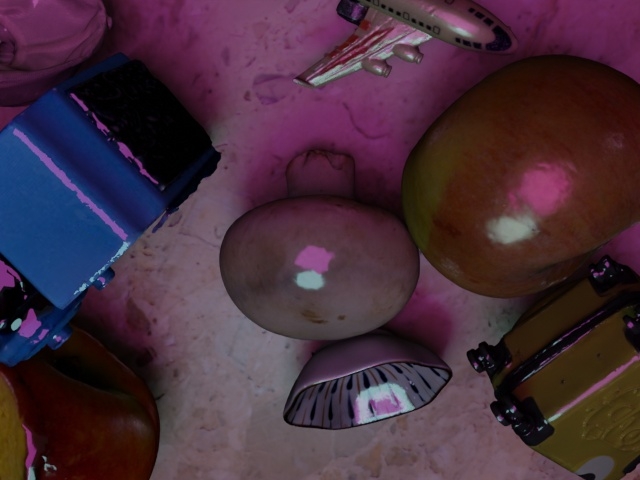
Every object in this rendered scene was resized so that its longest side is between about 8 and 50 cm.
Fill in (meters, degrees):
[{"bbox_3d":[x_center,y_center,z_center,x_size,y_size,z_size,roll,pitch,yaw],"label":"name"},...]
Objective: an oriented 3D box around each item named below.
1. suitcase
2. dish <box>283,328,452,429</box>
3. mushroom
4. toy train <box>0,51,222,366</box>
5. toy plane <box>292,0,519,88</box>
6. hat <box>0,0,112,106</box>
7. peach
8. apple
[{"bbox_3d":[0.285,0.130,1.026,0.194,0.143,0.235,-40,133,18],"label":"suitcase"},{"bbox_3d":[0.044,0.143,1.095,0.190,0.191,0.066,-19,62,9],"label":"dish"},{"bbox_3d":[0.000,0.000,1.031,0.204,0.204,0.204,1,107,4],"label":"mushroom"},{"bbox_3d":[-0.241,-0.039,0.957,0.265,0.300,0.188,-40,101,18],"label":"toy train"},{"bbox_3d":[0.073,-0.241,0.976,0.256,0.104,0.242,24,105,-3],"label":"toy plane"},{"bbox_3d":[-0.335,-0.185,1.013,0.164,0.219,0.226,19,144,-35],"label":"hat"},{"bbox_3d":[-0.309,0.231,1.079,0.245,0.248,0.275,30,111,-32],"label":"peach"},{"bbox_3d":[0.205,-0.064,0.953,0.261,0.261,0.194,-41,79,14],"label":"apple"}]
